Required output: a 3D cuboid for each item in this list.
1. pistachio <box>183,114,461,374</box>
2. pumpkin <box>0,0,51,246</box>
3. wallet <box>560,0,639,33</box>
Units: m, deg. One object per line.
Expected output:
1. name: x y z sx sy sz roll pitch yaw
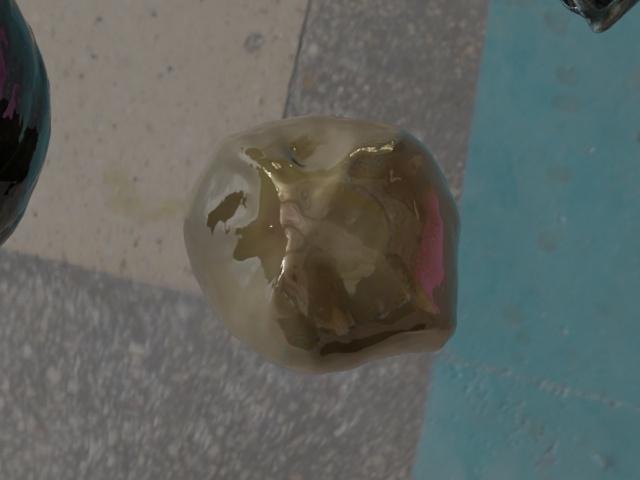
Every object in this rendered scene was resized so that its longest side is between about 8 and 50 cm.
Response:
1. pistachio: 0.000 0.000 1.056 0.226 0.332 0.208 38 83 -19
2. pumpkin: -0.358 -0.094 0.960 0.323 0.323 0.241 3 62 -11
3. wallet: 0.176 -0.290 0.604 0.342 0.075 0.237 -43 93 1
